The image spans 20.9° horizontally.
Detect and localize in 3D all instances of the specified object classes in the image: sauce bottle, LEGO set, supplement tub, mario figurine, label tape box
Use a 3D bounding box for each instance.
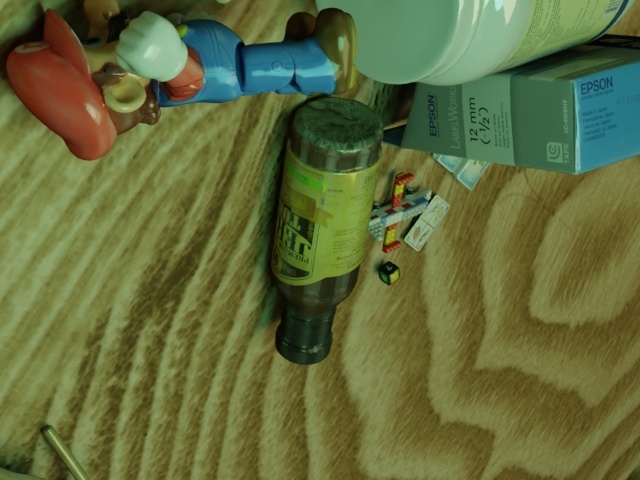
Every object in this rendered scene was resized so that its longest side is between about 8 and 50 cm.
[{"bbox_3d":[0.000,0.000,2.041,0.111,0.111,0.344,-27,139,-38],"label":"sauce bottle"},{"bbox_3d":[0.142,-0.053,2.247,0.244,0.060,0.182,-54,146,0],"label":"LEGO set"},{"bbox_3d":[0.172,-0.296,1.860,0.325,0.235,0.235,-21,136,-44],"label":"supplement tub"},{"bbox_3d":[-0.133,-0.186,1.608,0.320,0.170,0.198,-10,152,-23],"label":"mario figurine"},{"bbox_3d":[0.248,-0.172,2.027,0.249,0.347,0.115,-18,112,-38],"label":"label tape box"}]

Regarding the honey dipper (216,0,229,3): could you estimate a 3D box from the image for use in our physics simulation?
[{"bbox_3d":[-0.134,-0.253,1.544,0.030,0.160,0.030,-36,145,-31],"label":"honey dipper"}]

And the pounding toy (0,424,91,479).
[{"bbox_3d":[-0.343,0.299,1.903,0.154,0.155,0.269,-34,147,22],"label":"pounding toy"}]
